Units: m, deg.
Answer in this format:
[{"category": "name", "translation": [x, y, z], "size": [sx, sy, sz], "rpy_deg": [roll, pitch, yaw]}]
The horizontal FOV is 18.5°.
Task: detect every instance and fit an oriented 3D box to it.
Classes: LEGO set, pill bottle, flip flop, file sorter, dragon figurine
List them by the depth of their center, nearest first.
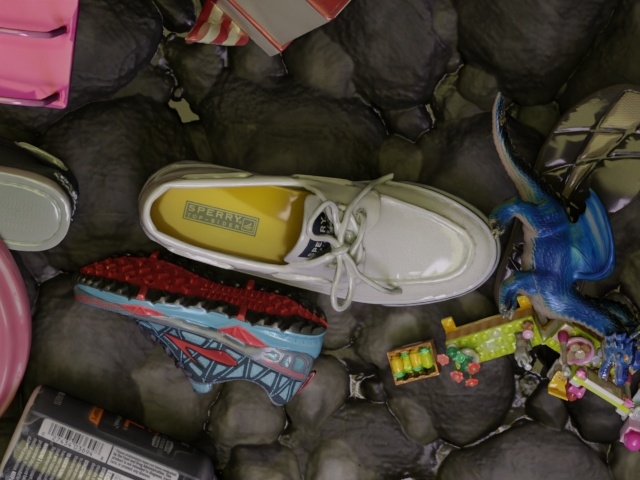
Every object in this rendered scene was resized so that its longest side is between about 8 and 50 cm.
[{"category": "file sorter", "translation": [-0.333, -0.277, 1.874], "size": [0.202, 0.182, 0.291], "rpy_deg": [7, 97, -3]}, {"category": "dragon figurine", "translation": [0.240, -0.001, 1.892], "size": [0.144, 0.085, 0.289], "rpy_deg": [-7, 83, 12]}, {"category": "LEGO set", "translation": [0.212, 0.135, 1.959], "size": [0.287, 0.107, 0.132], "rpy_deg": [12, 122, -4]}, {"category": "pill bottle", "translation": [-0.195, 0.248, 1.969], "size": [0.245, 0.130, 0.130], "rpy_deg": [23, 96, -4]}, {"category": "flip flop", "translation": [0.256, -0.037, 1.977], "size": [0.112, 0.080, 0.277], "rpy_deg": [22, 112, 0]}]

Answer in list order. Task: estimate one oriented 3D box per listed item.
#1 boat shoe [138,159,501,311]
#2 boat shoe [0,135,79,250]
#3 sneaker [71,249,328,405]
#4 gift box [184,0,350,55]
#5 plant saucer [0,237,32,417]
[{"category": "boat shoe", "translation": [0.000, -0.009, 1.928], "size": [0.367, 0.156, 0.136], "rpy_deg": [12, 97, -3]}, {"category": "boat shoe", "translation": [-0.387, -0.069, 1.946], "size": [0.302, 0.091, 0.114], "rpy_deg": [21, 114, -6]}, {"category": "sneaker", "translation": [-0.131, 0.097, 1.964], "size": [0.261, 0.104, 0.125], "rpy_deg": [16, 114, 8]}, {"category": "gift box", "translation": [-0.051, -0.329, 1.833], "size": [0.276, 0.258, 0.255], "rpy_deg": [-43, 99, -11]}, {"category": "plant saucer", "translation": [-0.452, 0.089, 1.922], "size": [0.332, 0.084, 0.332], "rpy_deg": [1, 113, 3]}]
